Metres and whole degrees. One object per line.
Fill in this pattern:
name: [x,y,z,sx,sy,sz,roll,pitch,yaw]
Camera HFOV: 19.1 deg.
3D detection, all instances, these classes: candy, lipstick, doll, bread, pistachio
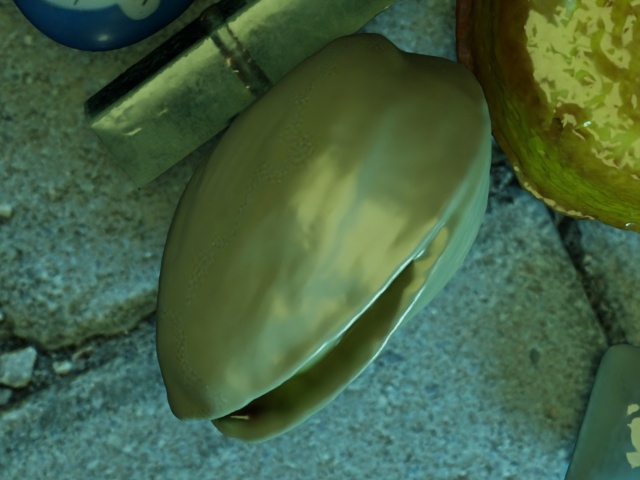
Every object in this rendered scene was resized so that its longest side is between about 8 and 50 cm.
candy: [0.285,0.166,1.472,0.174,0.071,0.138,17,91,-1]
lipstick: [-0.043,-0.156,1.445,0.289,0.077,0.076,-35,111,4]
doll: [-0.185,-0.268,1.418,0.215,0.161,0.257,-37,88,-28]
bread: [0.253,-0.151,1.416,0.312,0.172,0.312,0,90,-3]
pistachio: [0.000,0.000,1.399,0.332,0.226,0.208,-51,132,-3]
